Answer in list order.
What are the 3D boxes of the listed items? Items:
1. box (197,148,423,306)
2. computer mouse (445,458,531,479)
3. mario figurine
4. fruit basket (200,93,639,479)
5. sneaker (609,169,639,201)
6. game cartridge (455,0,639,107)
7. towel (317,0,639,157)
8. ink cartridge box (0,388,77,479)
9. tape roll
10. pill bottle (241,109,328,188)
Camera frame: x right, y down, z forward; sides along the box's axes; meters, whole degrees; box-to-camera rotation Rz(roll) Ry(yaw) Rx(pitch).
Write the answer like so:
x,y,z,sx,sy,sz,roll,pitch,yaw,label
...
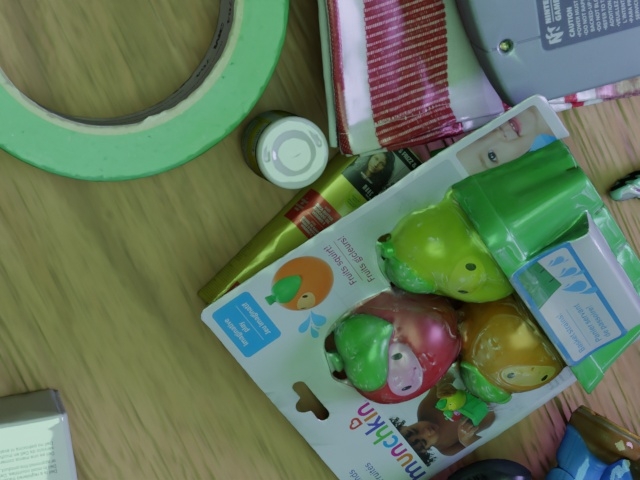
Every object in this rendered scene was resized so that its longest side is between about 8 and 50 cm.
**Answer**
x,y,z,sx,sy,sz,roll,pitch,yaw,label
0.000,0.000,1.836,0.232,0.058,0.087,-44,105,-3,box
0.081,0.251,1.870,0.242,0.071,0.041,-20,92,6,computer mouse
0.233,0.331,1.882,0.198,0.170,0.321,30,89,-17,mario figurine
0.121,0.074,1.793,0.353,0.165,0.327,-36,128,0,fruit basket
0.329,-0.039,1.915,0.098,0.038,0.069,-22,102,-8,sneaker
0.202,-0.268,1.701,0.196,0.060,0.294,-17,114,-15,game cartridge
0.152,-0.214,1.762,0.329,0.037,0.237,-14,111,-22,towel
-0.307,0.288,1.778,0.198,0.115,0.273,-8,100,-11,ink cartridge box
-0.190,-0.214,1.753,0.321,0.077,0.321,-2,98,-13,tape roll
-0.035,-0.083,1.785,0.065,0.116,0.065,-2,99,-12,pill bottle
